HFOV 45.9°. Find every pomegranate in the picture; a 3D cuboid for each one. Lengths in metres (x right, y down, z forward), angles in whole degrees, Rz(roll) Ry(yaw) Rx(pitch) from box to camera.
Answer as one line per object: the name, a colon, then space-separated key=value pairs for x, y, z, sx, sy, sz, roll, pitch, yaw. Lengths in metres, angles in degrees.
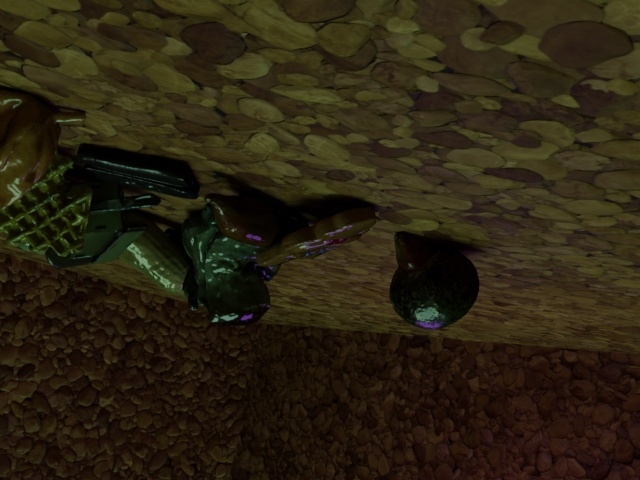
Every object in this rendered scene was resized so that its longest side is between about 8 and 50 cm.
pomegranate: x=0.244 y=0.081 z=1.736 sx=0.214 sy=0.214 sz=0.247 roll=-6 pitch=122 yaw=54

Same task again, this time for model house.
model house: x=-0.473 y=-0.056 z=1.745 sx=0.279 sy=0.204 sz=0.218 roll=-9 pitch=-178 yaw=9

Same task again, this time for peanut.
peanut: x=-0.460 y=0.035 z=2.077 sx=0.319 sy=0.147 sz=0.148 roll=43 pitch=153 yaw=-27

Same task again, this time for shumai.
shumai: x=-0.242 y=0.090 z=1.943 sx=0.304 sy=0.263 sz=0.309 roll=2 pitch=167 yaw=36

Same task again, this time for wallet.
wallet: x=-0.371 y=-0.134 z=1.555 sx=0.229 sy=0.049 sz=0.182 roll=12 pitch=171 yaw=2

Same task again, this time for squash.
squash: x=-0.312 y=0.072 z=2.079 sx=0.080 sy=0.318 sz=0.071 roll=44 pitch=122 yaw=-15

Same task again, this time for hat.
hat: x=-0.511 y=-0.179 z=1.316 sx=0.233 sy=0.233 sz=0.244 roll=-18 pitch=176 yaw=6

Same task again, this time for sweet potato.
sweet potato: x=-0.146 y=-0.042 z=1.636 sx=0.112 sy=0.112 sz=0.359 roll=4 pitch=169 yaw=29

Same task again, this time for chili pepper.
chili pepper: x=-0.170 y=-0.043 z=1.755 sx=0.224 sy=0.060 sz=0.098 roll=13 pitch=-169 yaw=-33

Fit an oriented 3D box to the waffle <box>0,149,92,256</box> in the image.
waffle: x=-0.600 y=-0.090 z=1.589 sx=0.250 sy=0.261 sz=0.056 roll=18 pitch=-149 yaw=2

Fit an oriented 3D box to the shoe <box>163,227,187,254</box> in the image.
shoe: x=-0.401 y=-0.003 z=2.148 sx=0.100 sy=0.071 sz=0.169 roll=21 pitch=167 yaw=-14

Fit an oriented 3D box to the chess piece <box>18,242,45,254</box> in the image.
chess piece: x=-0.655 y=-0.014 z=1.818 sx=0.133 sy=0.133 sz=0.243 roll=11 pitch=180 yaw=2

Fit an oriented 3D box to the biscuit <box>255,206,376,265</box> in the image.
biscuit: x=0.000 y=0.000 z=1.632 sx=0.202 sy=0.047 sz=0.334 roll=-11 pitch=170 yaw=-35
